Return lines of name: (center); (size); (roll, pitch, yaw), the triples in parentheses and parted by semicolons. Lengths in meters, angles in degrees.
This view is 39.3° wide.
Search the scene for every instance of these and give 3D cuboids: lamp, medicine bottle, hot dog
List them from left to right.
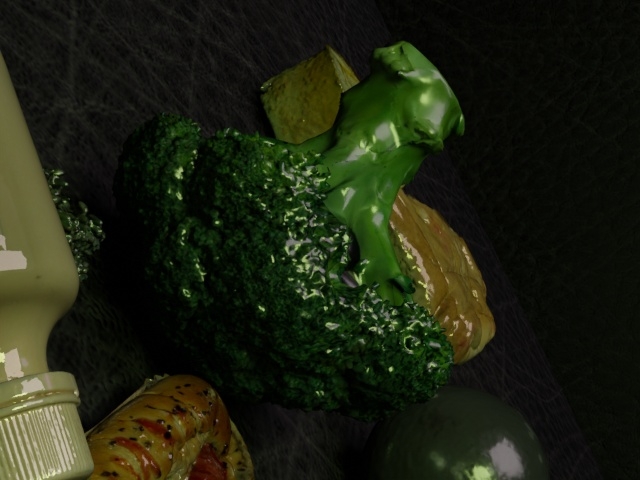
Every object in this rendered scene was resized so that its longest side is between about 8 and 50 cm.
medicine bottle: (-0.184, 0.011, 0.450); (0.252, 0.114, 0.114); (67, 19, 14)
hot dog: (-0.100, 0.162, 0.532); (0.131, 0.069, 0.252); (58, 17, -10)
lamp: (0.131, 0.275, 0.913); (0.313, 0.182, 0.182); (86, -5, -48)

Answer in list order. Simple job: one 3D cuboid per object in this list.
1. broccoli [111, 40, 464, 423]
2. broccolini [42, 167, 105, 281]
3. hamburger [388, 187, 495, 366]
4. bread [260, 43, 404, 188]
broccoli: (0.000, 0.000, 0.685); (0.297, 0.297, 0.297); (45, -6, 6)
broccolini: (-0.215, -0.045, 0.559); (0.202, 0.091, 0.068); (47, 46, 14)
hamburger: (0.091, 0.073, 1.034); (0.330, 0.162, 0.209); (37, 33, -57)
bread: (0.027, -0.135, 1.234); (0.257, 0.124, 0.185); (43, 32, -47)
